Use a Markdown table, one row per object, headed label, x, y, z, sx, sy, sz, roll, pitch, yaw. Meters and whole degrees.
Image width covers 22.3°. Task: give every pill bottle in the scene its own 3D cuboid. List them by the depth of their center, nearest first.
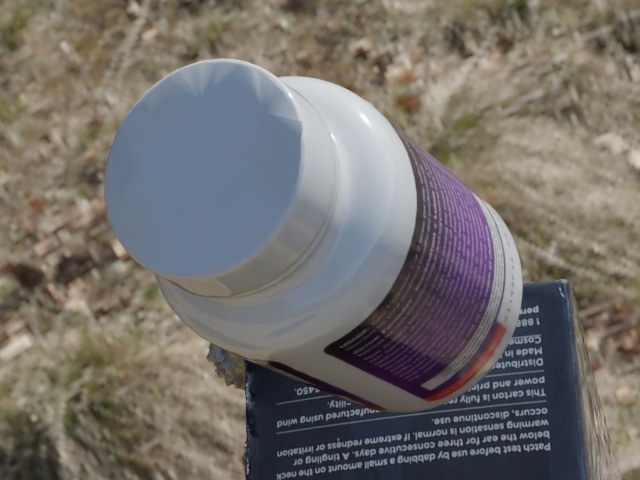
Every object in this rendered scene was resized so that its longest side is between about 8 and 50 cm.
| label | x | y | z | sx | sy | sz | roll | pitch | yaw |
| --- | --- | --- | --- | --- | --- | --- | --- | --- | --- |
| pill bottle | 0.000 | 0.000 | 0.631 | 0.108 | 0.193 | 0.108 | -7 | 72 | 24 |

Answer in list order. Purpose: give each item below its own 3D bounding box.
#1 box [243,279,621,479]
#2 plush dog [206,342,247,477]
| label | x | y | z | sx | sy | sz | roll | pitch | yaw |
| --- | --- | --- | --- | --- | --- | --- | --- | --- | --- |
| box | 0.085 | 0.240 | 0.902 | 0.179 | 0.343 | 0.313 | -7 | 61 | 13 |
| plush dog | 0.020 | 0.152 | 1.212 | 0.210 | 0.225 | 0.262 | 30 | 12 | 18 |
